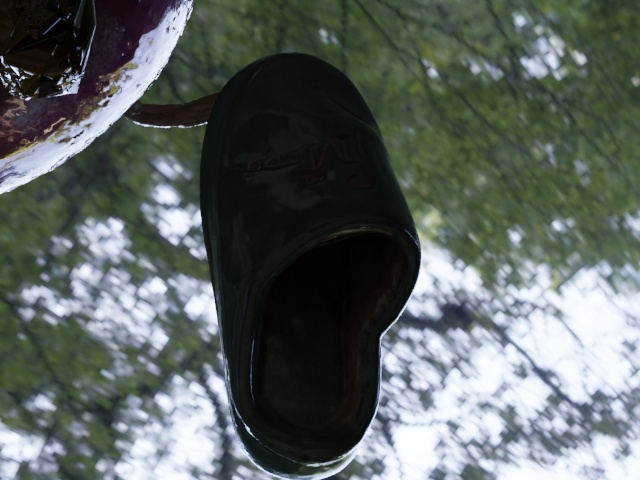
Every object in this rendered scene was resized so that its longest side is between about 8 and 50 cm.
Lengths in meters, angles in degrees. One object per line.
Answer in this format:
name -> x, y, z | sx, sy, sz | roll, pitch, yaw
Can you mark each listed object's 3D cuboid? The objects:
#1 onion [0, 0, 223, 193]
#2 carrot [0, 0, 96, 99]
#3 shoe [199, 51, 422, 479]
onion -> -0.233, -0.160, 1.230 | 0.358, 0.345, 0.358 | -16, -155, 8
carrot -> -0.148, -0.173, 0.942 | 0.069, 0.228, 0.069 | -1, -140, 1
shoe -> 0.000, 0.000, 1.037 | 0.100, 0.103, 0.251 | -34, -129, 52
